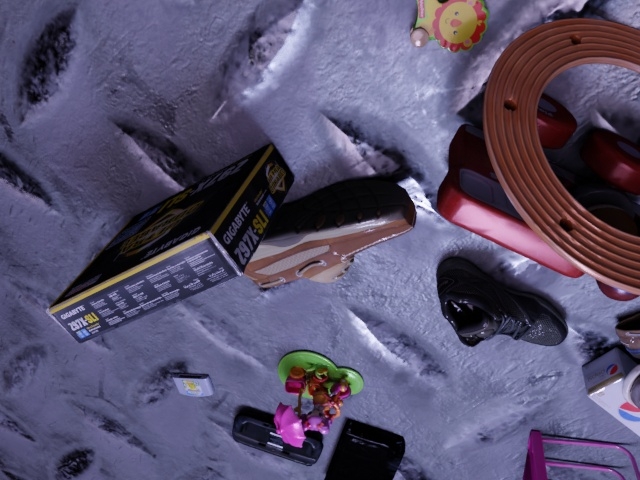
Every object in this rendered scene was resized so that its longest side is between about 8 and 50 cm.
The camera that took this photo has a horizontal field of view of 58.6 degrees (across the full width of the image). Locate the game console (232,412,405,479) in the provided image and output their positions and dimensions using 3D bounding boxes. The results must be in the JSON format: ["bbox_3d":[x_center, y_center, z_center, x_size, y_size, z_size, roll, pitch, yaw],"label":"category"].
[{"bbox_3d":[-0.015,0.442,1.222,0.361,0.044,0.213,17,124,3],"label":"game console"}]

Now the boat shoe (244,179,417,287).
[{"bbox_3d":[0.000,0.000,0.883,0.324,0.122,0.120,-12,125,32],"label":"boat shoe"}]

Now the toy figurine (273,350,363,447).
[{"bbox_3d":[-0.016,0.310,1.060,0.173,0.159,0.130,7,125,10],"label":"toy figurine"}]

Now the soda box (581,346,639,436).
[{"bbox_3d":[0.538,0.274,0.940,0.216,0.069,0.074,37,124,-10],"label":"soda box"}]

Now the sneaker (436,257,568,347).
[{"bbox_3d":[0.278,0.127,0.877,0.228,0.130,0.087,29,127,-8],"label":"sneaker"}]

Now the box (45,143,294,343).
[{"bbox_3d":[-0.212,0.001,0.846,0.322,0.257,0.079,-23,113,28],"label":"box"}]

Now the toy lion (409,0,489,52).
[{"bbox_3d":[0.156,-0.280,0.698,0.096,0.034,0.100,-4,122,10],"label":"toy lion"}]

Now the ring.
[{"bbox_3d":[0.327,-0.097,0.614,0.337,0.336,0.032,24,155,-1],"label":"ring"}]

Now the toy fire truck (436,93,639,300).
[{"bbox_3d":[0.283,-0.036,0.687,0.302,0.254,0.169,26,126,-3],"label":"toy fire truck"}]

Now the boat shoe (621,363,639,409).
[{"bbox_3d":[0.617,0.245,0.839,0.324,0.096,0.116,9,112,-5],"label":"boat shoe"}]

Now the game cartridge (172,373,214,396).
[{"bbox_3d":[-0.270,0.309,1.217,0.083,0.017,0.056,-2,126,17],"label":"game cartridge"}]

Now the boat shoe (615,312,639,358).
[{"bbox_3d":[0.526,0.114,0.837,0.066,0.066,0.183,42,123,-12],"label":"boat shoe"}]

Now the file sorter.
[{"bbox_3d":[0.474,0.536,1.052,0.182,0.202,0.290,2,123,12],"label":"file sorter"}]
